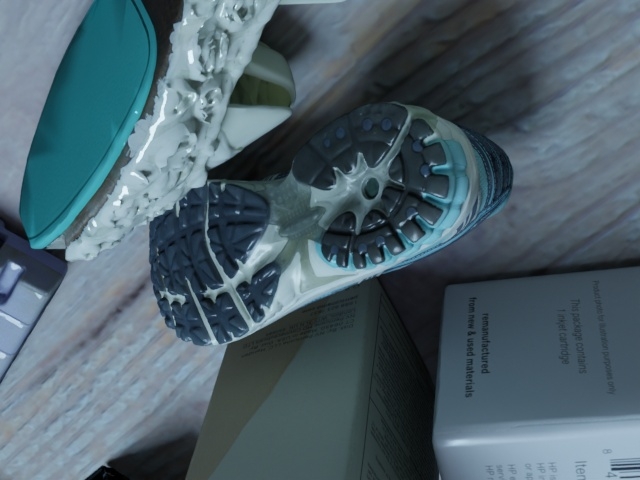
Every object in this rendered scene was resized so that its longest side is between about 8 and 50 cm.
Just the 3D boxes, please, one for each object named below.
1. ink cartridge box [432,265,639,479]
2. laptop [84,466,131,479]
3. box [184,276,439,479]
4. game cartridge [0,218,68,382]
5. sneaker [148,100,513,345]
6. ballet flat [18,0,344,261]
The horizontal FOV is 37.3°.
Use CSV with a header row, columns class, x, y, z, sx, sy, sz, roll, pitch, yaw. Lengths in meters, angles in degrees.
class,x,y,z,sx,sy,sz,roll,pitch,yaw
ink cartridge box,0.296,0.166,0.642,0.395,0.166,0.285,-6,122,14
laptop,-0.134,0.321,0.829,0.234,0.264,0.136,40,83,-17
box,-0.003,0.178,0.611,0.121,0.311,0.148,-17,118,19
game cartridge,-0.397,0.013,0.722,0.355,0.068,0.230,31,126,-12
sneaker,0.000,0.000,0.619,0.283,0.122,0.110,-17,80,41
ballet flat,-0.049,-0.134,0.532,0.147,0.147,0.408,27,123,-9
